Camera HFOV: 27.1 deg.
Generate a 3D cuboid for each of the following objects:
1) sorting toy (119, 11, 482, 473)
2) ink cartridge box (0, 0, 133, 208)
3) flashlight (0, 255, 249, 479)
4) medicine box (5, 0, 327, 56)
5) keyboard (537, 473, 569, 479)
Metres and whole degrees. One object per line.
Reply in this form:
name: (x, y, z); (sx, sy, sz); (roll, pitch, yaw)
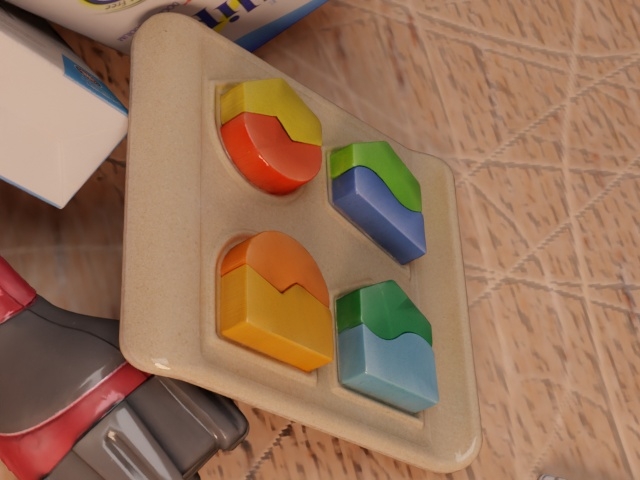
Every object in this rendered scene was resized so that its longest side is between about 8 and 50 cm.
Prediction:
sorting toy: (0.000, 0.000, 0.646); (0.208, 0.038, 0.193); (23, 51, -36)
ink cartridge box: (-0.180, -0.102, 0.643); (0.060, 0.104, 0.180); (-49, 53, 7)
flashlight: (-0.169, 0.010, 0.613); (0.103, 0.103, 0.304); (-43, 85, -3)
medicine box: (-0.119, -0.248, 0.639); (0.149, 0.289, 0.263); (-30, 72, 19)
keyboard: (0.226, 0.194, 0.686); (0.256, 0.014, 0.072); (20, 68, -4)
